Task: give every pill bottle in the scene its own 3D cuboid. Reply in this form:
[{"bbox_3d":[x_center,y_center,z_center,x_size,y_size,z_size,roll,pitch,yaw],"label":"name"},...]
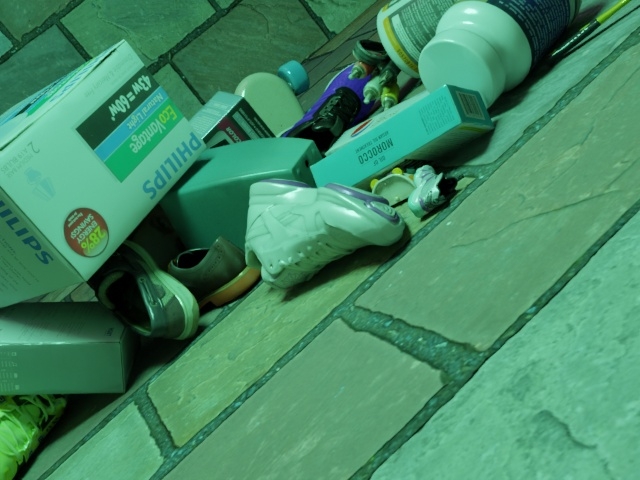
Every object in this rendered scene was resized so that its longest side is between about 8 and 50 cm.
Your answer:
[{"bbox_3d":[0.263,-0.310,1.359,0.264,0.153,0.153,-49,18,-32],"label":"pill bottle"},{"bbox_3d":[0.256,-0.436,1.732,0.278,0.162,0.162,-28,19,34],"label":"pill bottle"}]

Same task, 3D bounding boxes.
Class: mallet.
[{"bbox_3d":[0.396,-0.314,1.295,0.190,0.039,0.062,-36,15,27],"label":"mallet"}]

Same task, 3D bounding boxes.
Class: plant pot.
[{"bbox_3d":[-0.104,-0.069,1.510,0.234,0.165,0.165,-14,26,31],"label":"plant pot"}]

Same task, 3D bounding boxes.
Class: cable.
[{"bbox_3d":[0.136,-0.361,1.849,0.072,0.139,0.287,-40,8,36],"label":"cable"}]

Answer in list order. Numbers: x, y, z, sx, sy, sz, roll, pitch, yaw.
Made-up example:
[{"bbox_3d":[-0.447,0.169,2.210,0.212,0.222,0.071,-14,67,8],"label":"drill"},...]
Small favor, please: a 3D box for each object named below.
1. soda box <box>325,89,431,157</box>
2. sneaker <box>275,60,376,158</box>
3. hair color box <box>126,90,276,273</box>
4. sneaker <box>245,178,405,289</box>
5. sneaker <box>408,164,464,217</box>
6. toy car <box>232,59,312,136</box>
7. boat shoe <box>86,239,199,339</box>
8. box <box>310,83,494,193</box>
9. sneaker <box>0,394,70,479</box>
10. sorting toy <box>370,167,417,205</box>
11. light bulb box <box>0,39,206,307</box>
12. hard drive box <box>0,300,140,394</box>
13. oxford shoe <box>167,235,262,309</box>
[{"bbox_3d":[0.108,-0.158,1.432,0.216,0.074,0.069,-20,24,51],"label":"soda box"},{"bbox_3d":[0.026,-0.234,1.819,0.293,0.102,0.146,-46,17,-2],"label":"sneaker"},{"bbox_3d":[-0.234,-0.073,1.677,0.374,0.185,0.114,-48,32,-11],"label":"hair color box"},{"bbox_3d":[0.000,0.000,1.222,0.305,0.114,0.152,8,83,56],"label":"sneaker"},{"bbox_3d":[0.151,-0.072,1.162,0.069,0.038,0.098,-27,28,32],"label":"sneaker"},{"bbox_3d":[-0.120,-0.238,2.004,0.219,0.210,0.238,-33,0,-18],"label":"toy car"},{"bbox_3d":[-0.305,0.072,1.442,0.285,0.092,0.102,32,111,36],"label":"boat shoe"},{"bbox_3d":[0.111,-0.129,1.289,0.244,0.060,0.100,-28,-15,33],"label":"box"},{"bbox_3d":[-0.488,0.275,1.444,0.147,0.145,0.384,-36,17,12],"label":"sneaker"},{"bbox_3d":[0.115,-0.079,1.275,0.083,0.044,0.075,-26,0,40],"label":"sorting toy"},{"bbox_3d":[-0.443,-0.092,1.483,0.361,0.225,0.358,-17,29,41],"label":"light bulb box"},{"bbox_3d":[-0.413,0.166,1.457,0.232,0.089,0.181,-1,17,-2],"label":"hard drive box"},{"bbox_3d":[-0.211,0.065,1.486,0.271,0.098,0.097,-27,18,37],"label":"oxford shoe"}]
